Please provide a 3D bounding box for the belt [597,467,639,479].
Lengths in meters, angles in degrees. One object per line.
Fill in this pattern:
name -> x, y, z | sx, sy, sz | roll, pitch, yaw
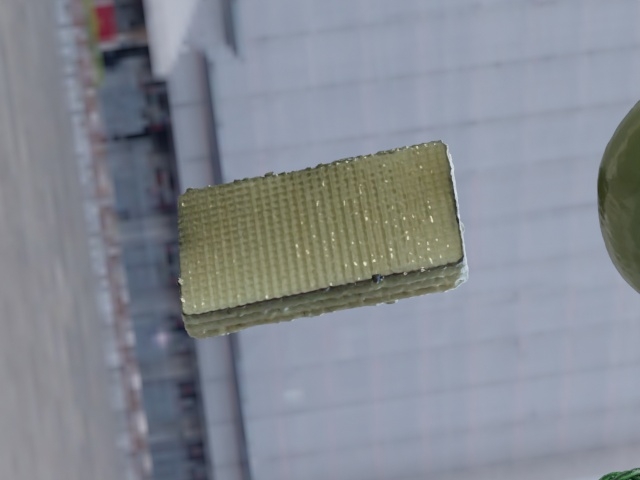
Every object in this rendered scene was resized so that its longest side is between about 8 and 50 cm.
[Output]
belt -> 0.180, 0.179, 0.970 | 0.151, 0.121, 0.079 | 46, -17, -2

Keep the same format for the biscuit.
biscuit -> 0.000, 0.000, 1.388 | 0.040, 0.199, 0.121 | 74, 8, -46

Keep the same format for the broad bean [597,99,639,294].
broad bean -> 0.253, -0.043, 1.143 | 0.228, 0.169, 0.100 | -43, -149, 42
